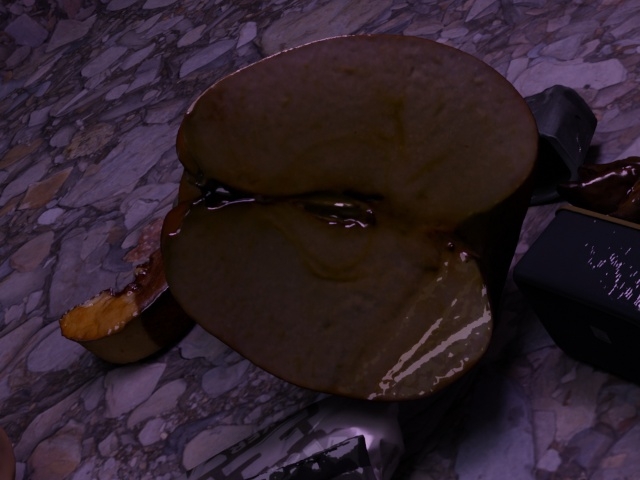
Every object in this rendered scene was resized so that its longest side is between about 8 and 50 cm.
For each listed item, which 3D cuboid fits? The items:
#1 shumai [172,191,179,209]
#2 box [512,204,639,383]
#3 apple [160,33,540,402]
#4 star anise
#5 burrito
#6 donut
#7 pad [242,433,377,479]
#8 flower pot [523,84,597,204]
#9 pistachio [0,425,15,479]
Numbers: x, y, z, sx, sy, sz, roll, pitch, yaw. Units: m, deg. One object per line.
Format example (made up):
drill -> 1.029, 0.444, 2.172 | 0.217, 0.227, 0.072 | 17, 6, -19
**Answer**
shumai -> 0.000, 0.000, 1.431 | 0.309, 0.304, 0.263 | -42, 66, -14
box -> 0.283, 0.060, 1.074 | 0.090, 0.144, 0.201 | -47, 34, -14
apple -> 0.027, -0.028, 1.159 | 0.365, 0.295, 0.329 | 8, 44, 1
star anise -> 0.368, -0.035, 1.180 | 0.272, 0.102, 0.272 | -6, 22, 2
burrito -> -0.110, 0.283, 1.170 | 0.445, 0.101, 0.139 | -28, 42, 5
donut -> -0.241, 0.097, 1.570 | 0.217, 0.085, 0.141 | -32, 31, 4
pad -> -0.039, 0.295, 1.069 | 0.233, 0.022, 0.174 | -24, 69, 13
flower pot -> 0.215, -0.110, 1.413 | 0.229, 0.103, 0.108 | -8, 38, 37
pistachio -> -0.507, 0.324, 1.388 | 0.230, 0.230, 0.309 | 10, 55, 49
